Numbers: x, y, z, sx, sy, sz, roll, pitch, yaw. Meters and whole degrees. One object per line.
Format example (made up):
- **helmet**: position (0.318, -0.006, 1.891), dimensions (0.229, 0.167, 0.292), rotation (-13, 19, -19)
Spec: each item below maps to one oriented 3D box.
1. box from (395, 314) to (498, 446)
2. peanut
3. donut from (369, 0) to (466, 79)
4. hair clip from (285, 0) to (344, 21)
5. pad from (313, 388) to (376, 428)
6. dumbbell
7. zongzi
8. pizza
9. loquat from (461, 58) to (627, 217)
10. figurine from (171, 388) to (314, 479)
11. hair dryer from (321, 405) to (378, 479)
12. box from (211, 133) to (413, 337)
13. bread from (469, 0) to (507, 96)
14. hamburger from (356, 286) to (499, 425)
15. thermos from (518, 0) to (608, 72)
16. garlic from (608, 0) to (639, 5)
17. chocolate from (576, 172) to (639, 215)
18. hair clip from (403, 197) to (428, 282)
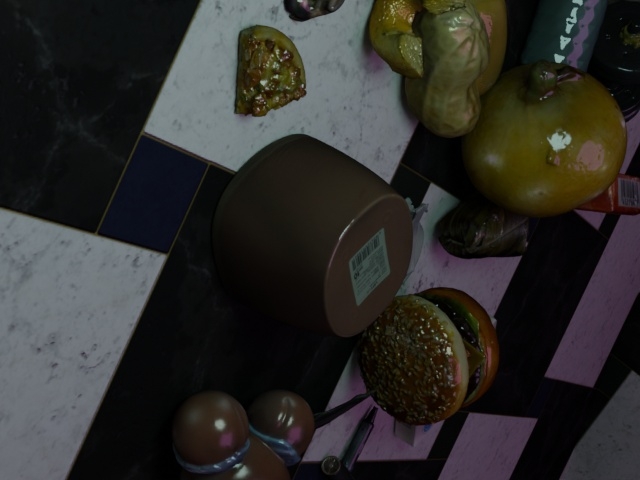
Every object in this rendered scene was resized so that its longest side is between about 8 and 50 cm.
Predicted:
- **box**: position (0.315, 0.338, 2.216), dimensions (0.343, 0.065, 0.200), rotation (-32, 135, -39)
- **peanut**: position (0.223, -0.300, 1.572), dimensions (0.147, 0.147, 0.305), rotation (-42, 153, -29)
- **donut**: position (0.142, -0.363, 1.436), dimensions (0.078, 0.146, 0.181), rotation (9, 120, -44)
- **hair clip**: position (0.064, -0.433, 1.335), dimensions (0.300, 0.069, 0.173), rotation (-52, 145, -18)
- **pad**: position (-0.010, 0.355, 1.736), dimensions (0.233, 0.022, 0.174), rotation (-14, 158, -51)
- **dumbbell**: position (0.683, -0.400, 2.045), dimensions (0.185, 0.185, 0.388), rotation (-56, 166, -12)
- **zongzi**: position (0.378, -0.101, 1.945), dimensions (0.286, 0.134, 0.288), rotation (-4, 109, -56)
- **pizza**: position (-0.071, -0.235, 1.303), dimensions (0.175, 0.046, 0.134), rotation (24, 91, -58)
- **loquat**: position (0.442, -0.216, 1.765), dimensions (0.328, 0.328, 0.359), rotation (-50, 150, -21)
- **figurine**: position (-0.111, 0.452, 1.461), dimensions (0.277, 0.388, 0.248), rotation (12, 132, -46)
- **hair dryer**: position (0.086, 0.476, 2.018), dimensions (0.195, 0.050, 0.173), rotation (-54, 149, -20)
- **box**: position (0.000, 0.000, 1.414), dimensions (0.301, 0.216, 0.301), rotation (-31, 133, -40)
- **bread**: position (0.298, -0.374, 1.679), dimensions (0.147, 0.098, 0.217), rotation (-40, 141, -38)
- **hamburger**: position (0.210, 0.232, 1.816), dimensions (0.225, 0.291, 0.291), rotation (-13, 122, -44)
- **thermos**: position (0.535, -0.489, 1.891), dimensions (0.182, 0.145, 0.286), rotation (-25, 134, -71)
- **garlic**: position (0.737, -0.611, 1.999), dimensions (0.210, 0.237, 0.292), rotation (30, 57, -51)
- **chocolate**: position (0.672, -0.129, 2.254), dimensions (0.237, 0.235, 0.108), rotation (-2, 100, -53)
- **hair clip**: position (0.175, 0.015, 1.818), dimensions (0.140, 0.054, 0.220), rotation (-37, 142, -41)
